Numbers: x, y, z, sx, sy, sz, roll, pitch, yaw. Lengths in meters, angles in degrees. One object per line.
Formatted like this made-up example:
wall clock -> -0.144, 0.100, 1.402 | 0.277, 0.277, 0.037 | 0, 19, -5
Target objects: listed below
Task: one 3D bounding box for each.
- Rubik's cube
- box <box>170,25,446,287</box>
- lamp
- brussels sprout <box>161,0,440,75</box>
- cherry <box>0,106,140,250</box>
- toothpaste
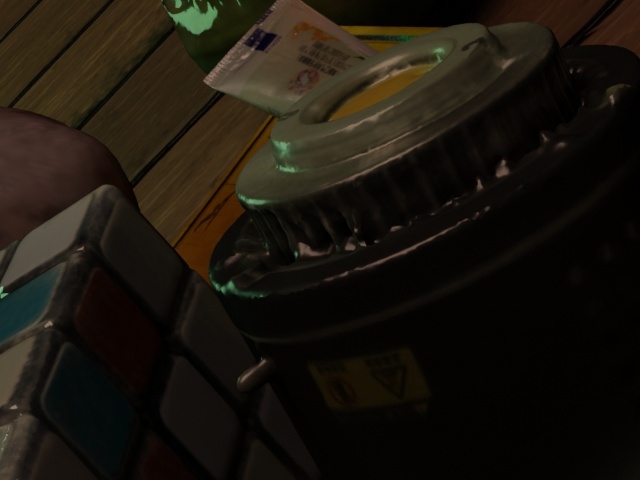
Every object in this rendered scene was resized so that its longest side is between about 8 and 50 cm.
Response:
Rubik's cube -> -0.139, 0.175, 0.888 | 0.256, 0.259, 0.253 | -29, 26, 25
box -> 0.000, 0.000, 1.142 | 0.301, 0.084, 0.193 | -54, 29, -16
lamp -> 0.075, 0.051, 0.773 | 0.205, 0.272, 0.374 | -9, 45, 51
brussels sprout -> -0.006, -0.218, 1.327 | 0.244, 0.244, 0.244 | -33, 30, 22
cherry -> -0.288, 0.048, 1.248 | 0.335, 0.291, 0.326 | 0, 34, 45
toothpaste -> 0.060, -0.058, 1.031 | 0.314, 0.058, 0.056 | 33, 122, 35
